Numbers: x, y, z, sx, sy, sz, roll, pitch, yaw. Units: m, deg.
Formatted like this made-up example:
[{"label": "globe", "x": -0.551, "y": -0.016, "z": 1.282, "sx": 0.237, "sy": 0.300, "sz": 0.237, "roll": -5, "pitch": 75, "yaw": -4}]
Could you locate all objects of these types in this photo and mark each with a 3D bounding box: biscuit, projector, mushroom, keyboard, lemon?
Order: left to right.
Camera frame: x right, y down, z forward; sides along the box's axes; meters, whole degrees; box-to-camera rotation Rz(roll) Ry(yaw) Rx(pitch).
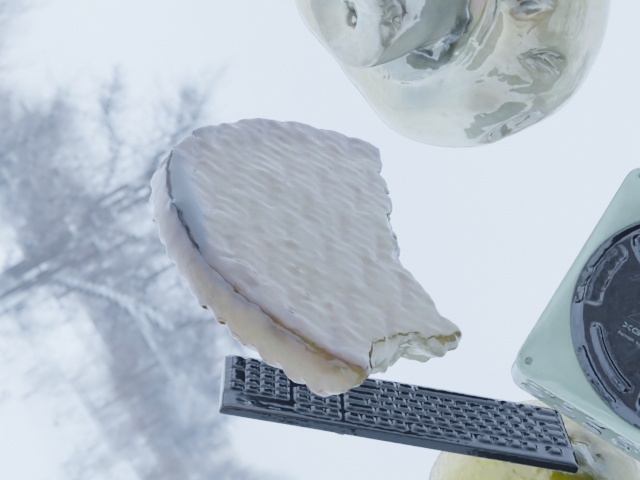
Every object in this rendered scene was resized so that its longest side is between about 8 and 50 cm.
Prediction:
[{"label": "biscuit", "x": 0.000, "y": 0.001, "z": 0.769, "sx": 0.176, "sy": 0.031, "sz": 0.228, "roll": 35, "pitch": 26, "yaw": 12}, {"label": "mushroom", "x": 0.115, "y": -0.265, "z": 1.672, "sx": 0.325, "sy": 0.353, "sz": 0.353, "roll": 13, "pitch": -46, "yaw": 61}, {"label": "keyboard", "x": 0.110, "y": 0.146, "z": 1.208, "sx": 0.103, "sy": 0.381, "sz": 0.041, "roll": -94, "pitch": -158, "yaw": -67}, {"label": "lemon", "x": 0.249, "y": 0.319, "z": 1.805, "sx": 0.293, "sy": 0.293, "sz": 0.293, "roll": 57, "pitch": -9, "yaw": 14}, {"label": "projector", "x": 0.355, "y": 0.090, "z": 1.517, "sx": 0.257, "sy": 0.259, "sz": 0.079, "roll": 31, "pitch": -19, "yaw": 10}]
